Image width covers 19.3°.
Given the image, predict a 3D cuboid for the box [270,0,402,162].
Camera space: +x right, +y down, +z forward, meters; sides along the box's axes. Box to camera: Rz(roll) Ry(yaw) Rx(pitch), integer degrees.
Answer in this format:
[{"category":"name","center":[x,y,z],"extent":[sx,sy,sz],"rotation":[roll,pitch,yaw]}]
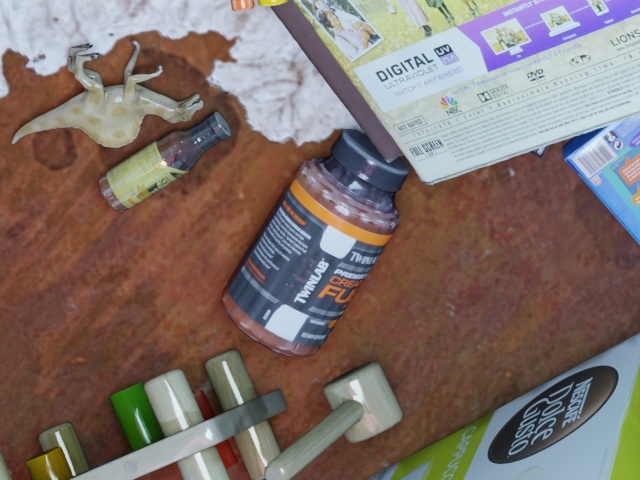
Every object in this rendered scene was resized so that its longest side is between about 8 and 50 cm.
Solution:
[{"category":"box","center":[0.022,-0.277,1.568],"extent":[0.191,0.143,0.381],"rotation":[-35,104,15]}]

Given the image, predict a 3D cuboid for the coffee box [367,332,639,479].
[{"category":"coffee box","center":[0.219,0.347,1.621],"extent":[0.334,0.337,0.338],"rotation":[-32,102,28]}]

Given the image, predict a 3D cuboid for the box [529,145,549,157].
[{"category":"box","center":[0.187,-0.124,1.666],"extent":[0.067,0.018,0.083],"rotation":[26,109,-4]}]

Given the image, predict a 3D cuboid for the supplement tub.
[{"category":"supplement tub","center":[0.000,0.000,1.678],"extent":[0.106,0.106,0.198],"rotation":[30,109,-5]}]

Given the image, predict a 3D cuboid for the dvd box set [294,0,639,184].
[{"category":"dvd box set","center":[0.072,-0.249,1.339],"extent":[0.307,0.062,0.420],"rotation":[-19,114,48]}]

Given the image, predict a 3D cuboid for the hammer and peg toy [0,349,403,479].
[{"category":"hammer and peg toy","center":[-0.125,0.178,1.669],"extent":[0.361,0.266,0.127],"rotation":[-24,87,13]}]

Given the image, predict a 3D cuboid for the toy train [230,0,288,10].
[{"category":"toy train","center":[-0.038,-0.262,1.485],"extent":[0.125,0.046,0.166],"rotation":[40,105,-7]}]

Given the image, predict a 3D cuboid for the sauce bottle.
[{"category":"sauce bottle","center":[-0.140,-0.072,1.699],"extent":[0.128,0.042,0.042],"rotation":[-31,103,16]}]

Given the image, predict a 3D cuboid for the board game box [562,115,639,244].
[{"category":"board game box","center":[0.341,-0.050,1.663],"extent":[0.160,0.047,0.210],"rotation":[-39,101,15]}]

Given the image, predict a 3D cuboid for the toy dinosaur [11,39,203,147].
[{"category":"toy dinosaur","center":[-0.200,-0.126,1.681],"extent":[0.183,0.053,0.093],"rotation":[-7,109,7]}]
